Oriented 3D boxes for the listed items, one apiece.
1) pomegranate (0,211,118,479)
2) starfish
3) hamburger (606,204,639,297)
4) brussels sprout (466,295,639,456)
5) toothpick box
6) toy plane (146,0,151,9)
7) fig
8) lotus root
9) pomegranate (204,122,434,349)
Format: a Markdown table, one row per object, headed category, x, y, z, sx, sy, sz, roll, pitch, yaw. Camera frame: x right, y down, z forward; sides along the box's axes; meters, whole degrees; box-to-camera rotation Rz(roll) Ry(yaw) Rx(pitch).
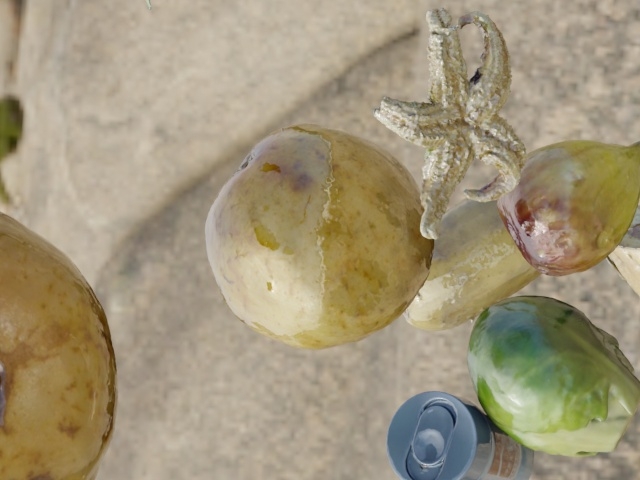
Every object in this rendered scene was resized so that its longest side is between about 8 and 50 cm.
| category | x | y | z | sx | sy | sz | roll | pitch | yaw |
| --- | --- | --- | --- | --- | --- | --- | --- | --- | --- |
| pomegranate | -0.228 | 0.082 | 0.851 | 0.215 | 0.215 | 0.215 | -177 | 90 | -73 |
| starfish | 0.122 | -0.102 | 1.332 | 0.053 | 0.150 | 0.209 | -110 | 34 | -78 |
| hamburger | 0.580 | 0.050 | 2.136 | 0.162 | 0.330 | 0.209 | -57 | -43 | -45 |
| brussels sprout | 0.228 | 0.136 | 1.462 | 0.144 | 0.181 | 0.161 | -55 | -25 | -6 |
| toothpick box | 0.145 | 0.213 | 1.506 | 0.101 | 0.153 | 0.101 | -8 | 73 | 29 |
| toy plane | -0.203 | -0.319 | 1.666 | 0.102 | 0.040 | 0.111 | 51 | 153 | 45 |
| fig | 0.326 | -0.077 | 1.740 | 0.159 | 0.257 | 0.159 | 48 | 175 | 6 |
| lotus root | 0.244 | 0.000 | 2.015 | 0.151 | 0.343 | 0.169 | 59 | 180 | -2 |
| pomegranate | 0.000 | 0.000 | 1.681 | 0.260 | 0.260 | 0.260 | -177 | 90 | -73 |
